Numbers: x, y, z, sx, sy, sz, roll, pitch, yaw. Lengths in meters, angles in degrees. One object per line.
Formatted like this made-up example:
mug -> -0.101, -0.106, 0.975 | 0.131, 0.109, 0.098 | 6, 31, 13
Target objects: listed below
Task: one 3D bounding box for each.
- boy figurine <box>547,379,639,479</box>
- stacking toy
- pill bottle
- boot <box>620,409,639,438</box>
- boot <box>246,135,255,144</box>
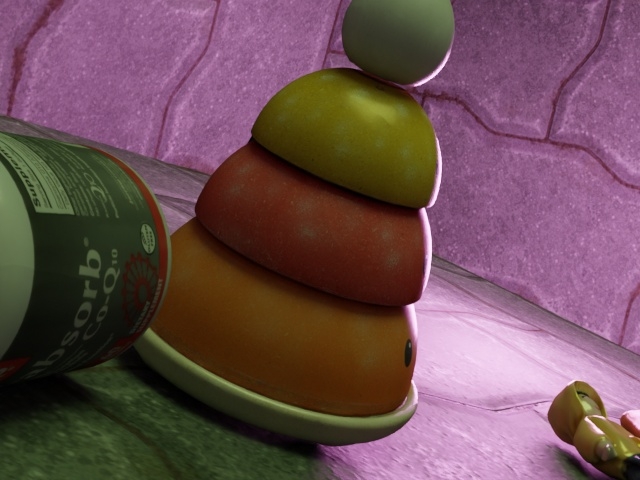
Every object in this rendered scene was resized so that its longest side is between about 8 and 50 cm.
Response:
boy figurine -> 0.429, 0.291, 1.583 | 0.177, 0.092, 0.285 | 18, 12, -32
stacking toy -> 0.017, -0.058, 1.212 | 0.350, 0.480, 0.350 | 21, 15, -6
pill bottle -> -0.281, 0.015, 0.894 | 0.210, 0.210, 0.363 | 25, 7, 16
boot -> 0.651, 0.344, 1.846 | 0.295, 0.104, 0.211 | 17, 8, -11
boot -> 0.000, 0.000, 1.464 | 0.284, 0.377, 0.138 | 28, 33, -4
